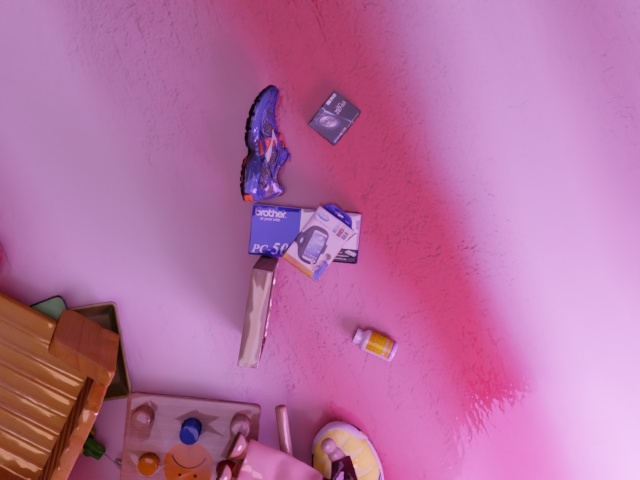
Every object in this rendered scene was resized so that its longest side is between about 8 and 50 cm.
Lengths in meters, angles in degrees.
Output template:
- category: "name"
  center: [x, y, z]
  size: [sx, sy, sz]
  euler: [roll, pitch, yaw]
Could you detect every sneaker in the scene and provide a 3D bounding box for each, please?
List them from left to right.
- category: "sneaker"
  center: [-0.098, -0.180, 1.784]
  size: [0.087, 0.083, 0.221]
  euler: [5, 100, -13]
- category: "sneaker"
  center: [0.058, 0.534, 1.793]
  size: [0.145, 0.147, 0.385]
  euler: [-7, 93, 3]

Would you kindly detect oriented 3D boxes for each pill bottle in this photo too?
- category: "pill bottle"
  center: [0.103, 0.197, 1.817]
  size: [0.083, 0.043, 0.043]
  euler: [24, 94, -2]

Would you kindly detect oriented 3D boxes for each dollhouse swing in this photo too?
- category: "dollhouse swing"
  center: [-0.565, 0.285, 1.675]
  size: [0.304, 0.315, 0.347]
  euler: [26, 96, -14]

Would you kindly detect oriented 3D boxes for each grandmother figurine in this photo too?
- category: "grandmother figurine"
  center: [-0.010, 0.455, 1.693]
  size: [0.342, 0.104, 0.208]
  euler: [27, 78, -5]

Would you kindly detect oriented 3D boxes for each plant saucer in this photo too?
- category: "plant saucer"
  center: [-0.463, 0.218, 1.827]
  size: [0.188, 0.045, 0.189]
  euler: [-9, 95, 2]

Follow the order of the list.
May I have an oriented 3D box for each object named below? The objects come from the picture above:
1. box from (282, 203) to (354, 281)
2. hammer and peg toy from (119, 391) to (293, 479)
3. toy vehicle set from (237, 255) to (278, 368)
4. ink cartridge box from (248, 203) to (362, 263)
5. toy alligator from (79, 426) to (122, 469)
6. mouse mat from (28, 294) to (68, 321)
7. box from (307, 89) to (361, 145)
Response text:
- category: "box"
  center: [0.000, 0.000, 1.765]
  size: [0.081, 0.028, 0.136]
  euler: [36, 94, -1]
- category: "hammer and peg toy"
  center: [-0.194, 0.420, 1.799]
  size: [0.361, 0.127, 0.266]
  euler: [5, 94, -1]
- category: "toy vehicle set"
  center: [-0.109, 0.121, 1.704]
  size: [0.035, 0.267, 0.166]
  euler: [9, 93, -1]
- category: "ink cartridge box"
  center: [-0.028, -0.013, 1.802]
  size: [0.207, 0.046, 0.097]
  euler: [6, 93, 1]
- category: "toy alligator"
  center: [-0.457, 0.394, 1.840]
  size: [0.189, 0.056, 0.051]
  euler: [36, 136, -3]
- category: "mouse mat"
  center: [-0.522, 0.213, 1.801]
  size: [0.152, 0.007, 0.190]
  euler: [-21, 93, 3]
- category: "box"
  center: [0.027, -0.231, 1.799]
  size: [0.067, 0.018, 0.083]
  euler: [39, 94, -2]
